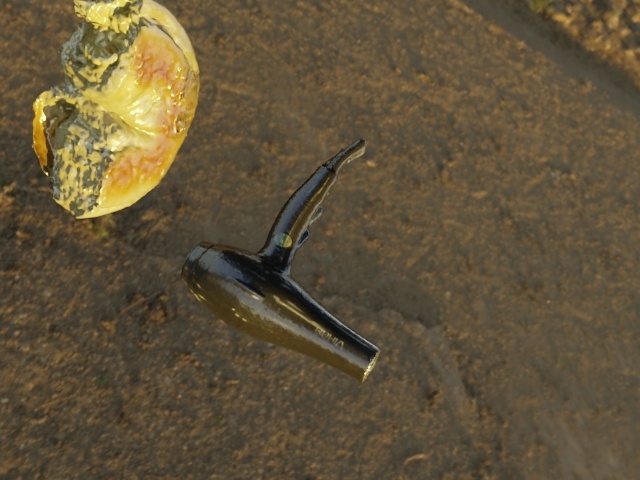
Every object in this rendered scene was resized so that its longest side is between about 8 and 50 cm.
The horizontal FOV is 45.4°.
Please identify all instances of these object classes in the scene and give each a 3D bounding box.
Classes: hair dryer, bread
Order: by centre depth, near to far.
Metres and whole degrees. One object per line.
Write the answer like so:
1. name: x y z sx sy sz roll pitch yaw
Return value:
1. hair dryer: 0.000 0.000 0.709 0.196 0.075 0.219 28 79 11
2. bread: -0.264 -0.200 1.034 0.171 0.314 0.192 29 30 27
